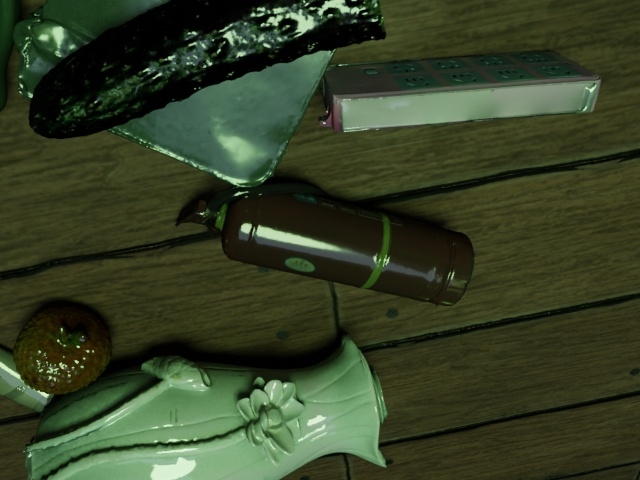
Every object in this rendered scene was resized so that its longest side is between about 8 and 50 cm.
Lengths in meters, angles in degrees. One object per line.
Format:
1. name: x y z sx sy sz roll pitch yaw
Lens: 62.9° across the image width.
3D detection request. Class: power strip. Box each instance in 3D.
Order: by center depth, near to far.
1. power strip: 0.133 -0.153 0.526 0.278 0.109 0.038 -5 125 -5

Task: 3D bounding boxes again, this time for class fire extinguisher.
1. fire extinguisher: 0.000 0.000 0.622 0.341 0.105 0.141 13 154 -10

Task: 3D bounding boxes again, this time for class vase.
1. vase: -0.132 0.263 0.720 0.444 0.250 0.250 -12 127 -6

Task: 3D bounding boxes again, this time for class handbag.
1. handbag: -0.117 -0.197 0.474 0.259 0.079 0.248 22 118 -20

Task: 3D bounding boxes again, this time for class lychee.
1. lychee: -0.325 0.139 0.664 0.114 0.114 0.146 19 143 -21

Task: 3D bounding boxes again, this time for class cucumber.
1. cucumber: -0.102 -0.152 0.416 0.303 0.072 0.081 -16 124 5

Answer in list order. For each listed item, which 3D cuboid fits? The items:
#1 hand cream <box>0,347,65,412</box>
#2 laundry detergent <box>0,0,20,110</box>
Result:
1. hand cream: -0.438 0.180 0.716 0.186 0.054 0.087 34 111 -21
2. laundry detergent: -0.343 -0.178 0.454 0.144 0.078 0.222 15 124 -16
